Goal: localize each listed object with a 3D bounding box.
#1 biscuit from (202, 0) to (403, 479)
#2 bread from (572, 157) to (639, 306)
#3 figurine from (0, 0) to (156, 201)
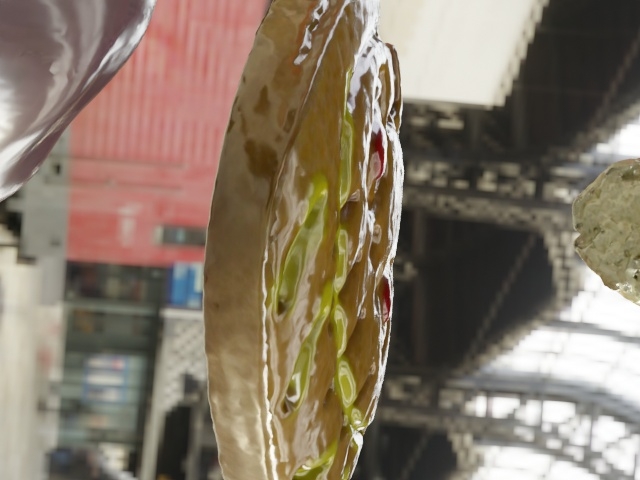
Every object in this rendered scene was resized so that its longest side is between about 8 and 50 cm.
[{"bbox_3d":[0.009,0.001,1.185,0.394,0.070,0.350,82,22,-51],"label":"biscuit"},{"bbox_3d":[0.396,0.050,1.657,0.171,0.192,0.314,-49,-132,12],"label":"bread"},{"bbox_3d":[-0.198,-0.163,0.628,0.218,0.206,0.365,-47,-124,16],"label":"figurine"}]
